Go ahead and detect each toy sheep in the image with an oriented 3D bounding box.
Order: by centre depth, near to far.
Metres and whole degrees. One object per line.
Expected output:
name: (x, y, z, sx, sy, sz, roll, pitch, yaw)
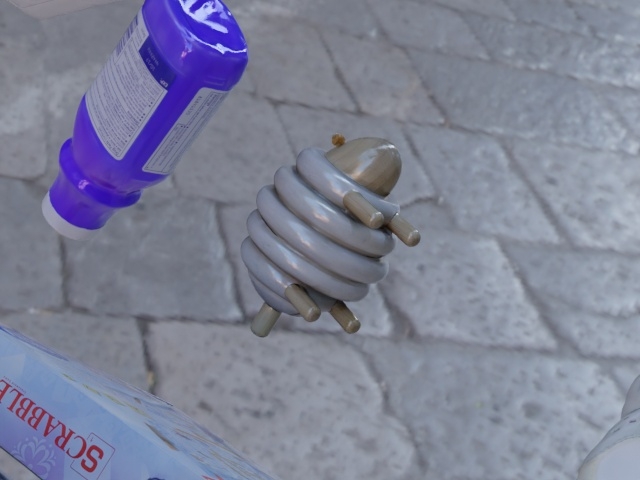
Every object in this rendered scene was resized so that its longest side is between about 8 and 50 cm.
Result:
toy sheep: (0.000, 0.000, 0.642, 0.091, 0.132, 0.091, 35, 11, -8)

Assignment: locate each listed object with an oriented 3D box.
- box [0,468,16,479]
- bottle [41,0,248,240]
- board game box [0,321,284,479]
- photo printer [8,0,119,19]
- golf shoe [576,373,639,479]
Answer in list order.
box: (-0.211, 0.187, 0.549, 0.296, 0.183, 0.294, 25, -19, 46)
bottle: (-0.179, -0.113, 1.145, 0.092, 0.283, 0.118, 7, 46, -42)
board game box: (-0.101, 0.183, 0.891, 0.318, 0.066, 0.319, 27, -8, 33)
photo printer: (-0.350, -0.419, 1.589, 0.307, 0.107, 0.256, -4, -28, 37)
golf shoe: (0.227, 0.188, 0.488, 0.306, 0.115, 0.140, 40, 55, 17)
